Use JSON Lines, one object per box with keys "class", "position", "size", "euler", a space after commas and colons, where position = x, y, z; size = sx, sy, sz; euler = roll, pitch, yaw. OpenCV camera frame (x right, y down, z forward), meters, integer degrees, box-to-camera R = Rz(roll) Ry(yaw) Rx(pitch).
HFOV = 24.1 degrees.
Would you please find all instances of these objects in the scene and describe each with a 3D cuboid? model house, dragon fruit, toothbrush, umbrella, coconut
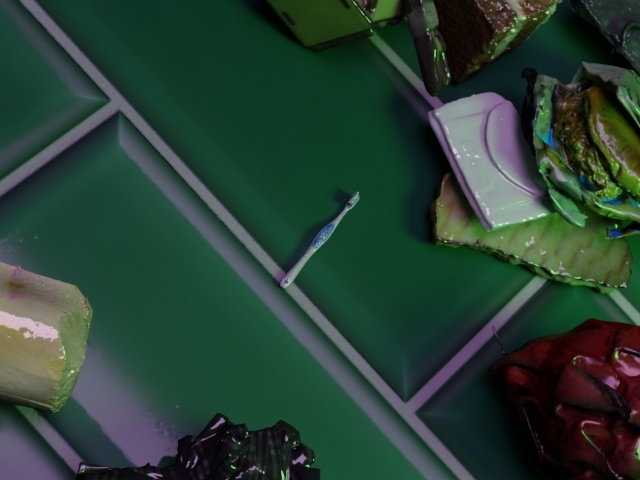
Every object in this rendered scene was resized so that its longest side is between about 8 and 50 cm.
{"class": "model house", "position": [0.046, -0.299, 1.865], "size": [0.205, 0.218, 0.278], "euler": [-24, 101, -46]}
{"class": "dragon fruit", "position": [0.317, 0.182, 1.726], "size": [0.293, 0.233, 0.234], "euler": [30, 60, 14]}
{"class": "toothbrush", "position": [0.000, 0.000, 1.796], "size": [0.014, 0.017, 0.162], "euler": [34, 64, 11]}
{"class": "umbrella", "position": [-0.165, 0.259, 1.568], "size": [0.337, 0.128, 0.154], "euler": [2, 70, -16]}
{"class": "coconut", "position": [-0.325, 0.100, 1.564], "size": [0.153, 0.147, 0.147], "euler": [18, 63, -15]}

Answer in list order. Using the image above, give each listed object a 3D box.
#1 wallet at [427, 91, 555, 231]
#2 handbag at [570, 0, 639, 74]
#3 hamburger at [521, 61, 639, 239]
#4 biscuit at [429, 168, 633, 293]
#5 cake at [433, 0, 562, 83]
{"class": "wallet", "position": [0.218, -0.102, 1.867], "size": [0.124, 0.032, 0.182], "euler": [-16, 72, -26]}
{"class": "handbag", "position": [0.467, -0.268, 2.022], "size": [0.270, 0.088, 0.175], "euler": [45, 54, 2]}
{"class": "hamburger", "position": [0.388, -0.129, 1.882], "size": [0.276, 0.150, 0.260], "euler": [4, 57, -37]}
{"class": "biscuit", "position": [0.271, -0.040, 1.897], "size": [0.274, 0.036, 0.187], "euler": [18, 64, -11]}
{"class": "cake", "position": [0.217, -0.301, 1.935], "size": [0.147, 0.135, 0.134], "euler": [-24, 78, -32]}
